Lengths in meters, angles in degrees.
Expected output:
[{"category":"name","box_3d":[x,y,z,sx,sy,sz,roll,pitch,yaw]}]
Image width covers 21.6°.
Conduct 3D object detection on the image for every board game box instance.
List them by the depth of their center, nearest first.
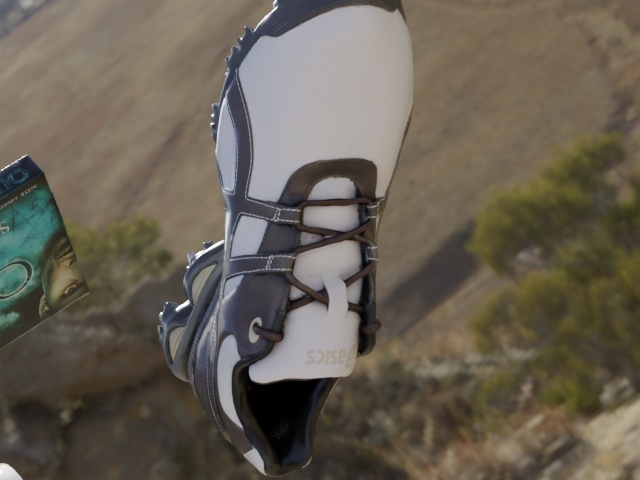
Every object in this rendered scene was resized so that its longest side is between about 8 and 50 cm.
[{"category":"board game box","box_3d":[-0.245,0.039,1.083,0.186,0.126,0.026,-33,52,-17]}]

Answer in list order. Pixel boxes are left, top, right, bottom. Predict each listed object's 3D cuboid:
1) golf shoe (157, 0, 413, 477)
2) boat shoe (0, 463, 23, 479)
[{"category":"golf shoe","box_3d":[0.000,0.000,0.608,0.077,0.198,0.094,-4,41,-24]},{"category":"boat shoe","box_3d":[-0.112,0.247,0.602,0.096,0.324,0.116,-12,-3,-18]}]
